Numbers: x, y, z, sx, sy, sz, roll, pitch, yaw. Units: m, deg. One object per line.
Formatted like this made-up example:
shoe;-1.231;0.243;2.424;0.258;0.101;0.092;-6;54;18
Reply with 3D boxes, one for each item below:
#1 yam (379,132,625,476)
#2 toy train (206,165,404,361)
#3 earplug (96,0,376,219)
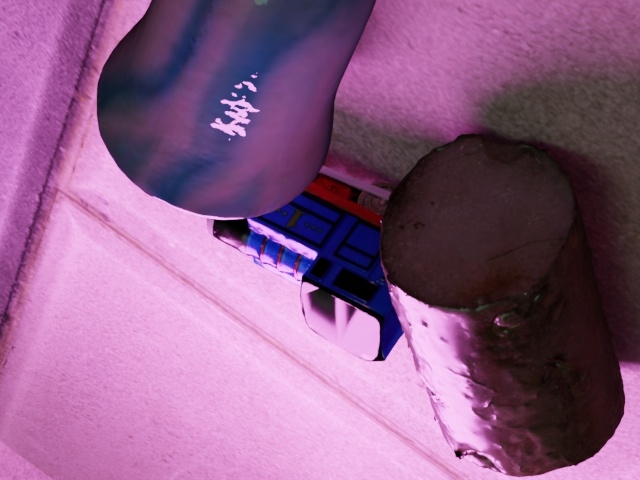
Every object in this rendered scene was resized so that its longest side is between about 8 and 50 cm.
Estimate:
yam;0.149;0.069;1.462;0.168;0.168;0.304;19;148;31
toy train;0.000;0.000;1.553;0.204;0.131;0.082;27;154;18
earplug;-0.043;-0.165;1.285;0.185;0.185;0.324;34;150;3
